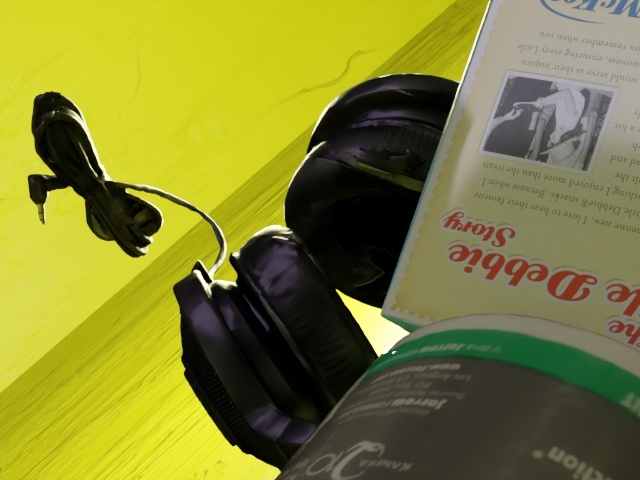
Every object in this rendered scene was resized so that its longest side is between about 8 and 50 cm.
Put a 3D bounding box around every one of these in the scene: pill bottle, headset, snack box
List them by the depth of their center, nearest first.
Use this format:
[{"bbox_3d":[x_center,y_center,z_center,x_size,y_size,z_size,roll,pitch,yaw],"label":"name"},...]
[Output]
[{"bbox_3d":[0.015,0.203,0.558,0.204,0.204,0.361,-26,16,45],"label":"pill bottle"},{"bbox_3d":[0.194,-0.012,0.650,0.322,0.060,0.187,15,81,35],"label":"snack box"},{"bbox_3d":[0.000,0.000,0.869,0.394,0.185,0.243,10,51,45],"label":"headset"}]
